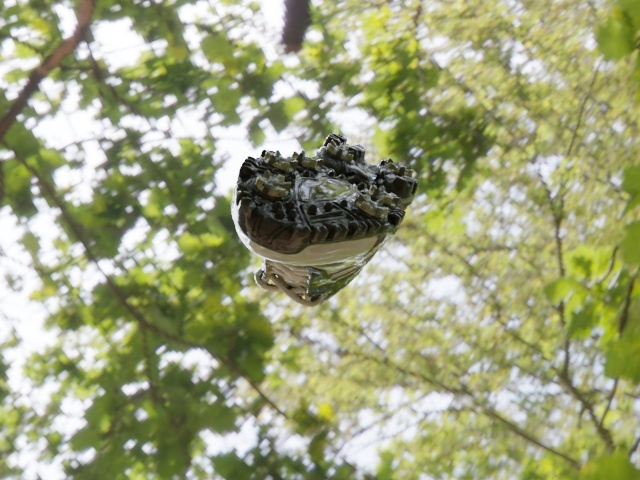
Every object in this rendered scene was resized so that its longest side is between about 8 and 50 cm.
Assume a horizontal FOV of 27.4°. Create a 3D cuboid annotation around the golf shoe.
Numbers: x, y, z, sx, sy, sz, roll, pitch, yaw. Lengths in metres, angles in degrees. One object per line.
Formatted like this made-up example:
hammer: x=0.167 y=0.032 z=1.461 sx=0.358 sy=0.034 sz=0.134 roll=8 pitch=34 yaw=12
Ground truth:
golf shoe: x=0.000 y=0.000 z=0.929 sx=0.105 sy=0.273 sz=0.120 roll=28 pitch=-77 yaw=12
